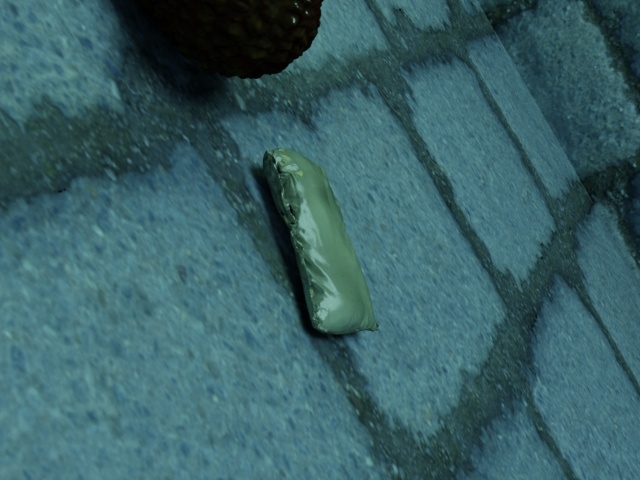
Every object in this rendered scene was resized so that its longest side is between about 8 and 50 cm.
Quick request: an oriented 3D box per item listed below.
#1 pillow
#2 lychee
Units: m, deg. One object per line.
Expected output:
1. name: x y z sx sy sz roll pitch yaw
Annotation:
1. pillow: 0.000 0.000 1.178 0.128 0.051 0.229 14 53 -55
2. lychee: -0.104 -0.313 1.114 0.271 0.271 0.271 44 29 -33
